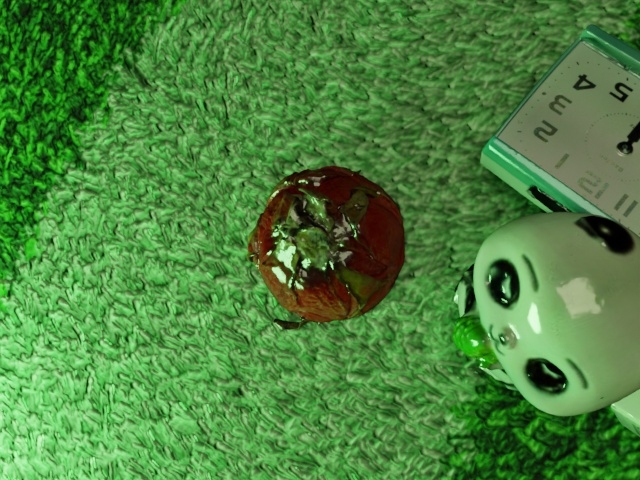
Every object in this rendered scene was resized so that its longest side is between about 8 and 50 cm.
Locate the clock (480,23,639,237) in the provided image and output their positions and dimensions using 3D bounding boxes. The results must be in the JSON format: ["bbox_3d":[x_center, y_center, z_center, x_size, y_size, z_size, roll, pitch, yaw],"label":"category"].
[{"bbox_3d":[0.367,-0.102,0.698,0.262,0.116,0.231,39,79,15],"label":"clock"}]

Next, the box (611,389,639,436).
[{"bbox_3d":[0.509,0.198,0.559,0.210,0.095,0.330,-50,41,-3],"label":"box"}]

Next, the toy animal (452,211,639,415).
[{"bbox_3d":[0.250,0.079,0.621,0.212,0.266,0.213,-1,83,11],"label":"toy animal"}]

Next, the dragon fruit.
[{"bbox_3d":[0.002,-0.004,0.730,0.223,0.148,0.219,-23,77,4],"label":"dragon fruit"}]
